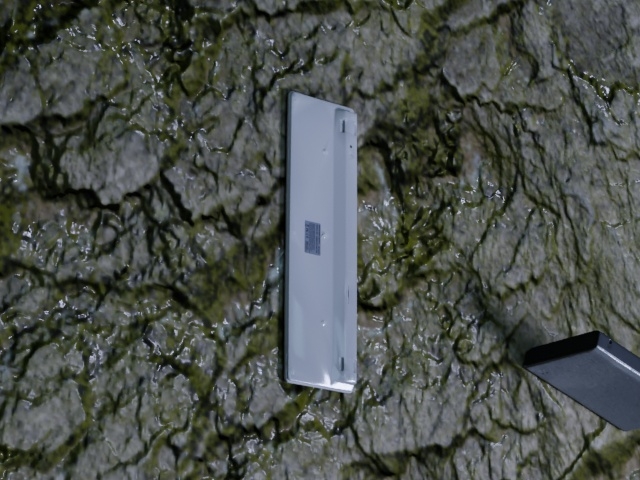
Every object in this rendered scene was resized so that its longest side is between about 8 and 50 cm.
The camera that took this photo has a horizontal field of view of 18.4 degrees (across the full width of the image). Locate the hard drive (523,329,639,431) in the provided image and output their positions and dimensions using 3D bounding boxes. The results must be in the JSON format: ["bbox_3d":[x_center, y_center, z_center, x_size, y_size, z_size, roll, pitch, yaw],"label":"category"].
[{"bbox_3d":[0.265,0.129,1.789,0.135,0.094,0.022,32,58,-27],"label":"hard drive"}]

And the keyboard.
[{"bbox_3d":[0.000,0.000,1.673,0.072,0.014,0.256,11,70,-31],"label":"keyboard"}]
